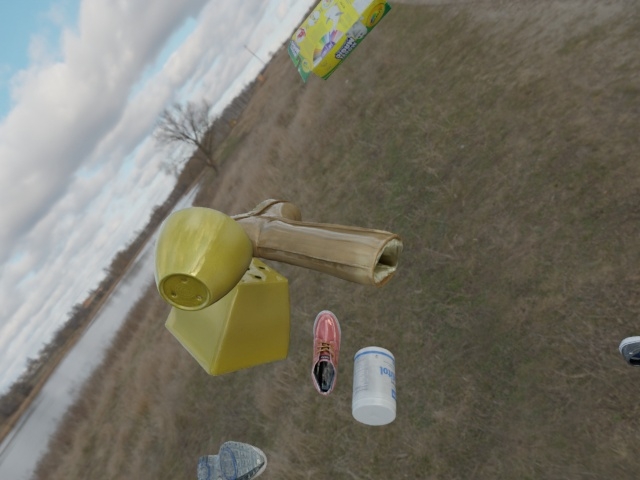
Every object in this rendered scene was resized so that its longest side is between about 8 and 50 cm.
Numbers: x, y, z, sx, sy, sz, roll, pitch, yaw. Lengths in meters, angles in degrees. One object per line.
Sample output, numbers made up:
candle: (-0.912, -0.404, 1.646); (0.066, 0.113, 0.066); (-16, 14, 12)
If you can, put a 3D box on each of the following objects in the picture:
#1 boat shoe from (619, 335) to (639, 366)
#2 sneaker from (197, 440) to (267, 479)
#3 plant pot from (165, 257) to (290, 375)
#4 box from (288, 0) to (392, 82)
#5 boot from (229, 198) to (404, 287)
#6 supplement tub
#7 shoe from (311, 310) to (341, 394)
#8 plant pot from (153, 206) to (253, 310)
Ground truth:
boat shoe: (0.837, 0.259, 1.008); (0.229, 0.080, 0.076); (-11, 19, 30)
sneaker: (-0.228, 0.616, 1.190); (0.297, 0.129, 0.111); (-35, 53, 41)
plant pot: (-0.188, 0.146, 0.973); (0.212, 0.212, 0.187); (29, 108, 39)
box: (0.023, -0.354, 0.722); (0.179, 0.043, 0.105); (-39, 58, 27)
boot: (0.000, 0.000, 0.686); (0.270, 0.089, 0.236); (8, 20, 26)
supplement tub: (0.088, 0.236, 0.708); (0.071, 0.071, 0.107); (-42, 26, 34)
shoe: (0.013, 0.244, 0.947); (0.081, 0.064, 0.177); (81, -170, -81)
plant pot: (-0.165, 0.037, 0.576); (0.134, 0.134, 0.095); (-43, 24, 30)
